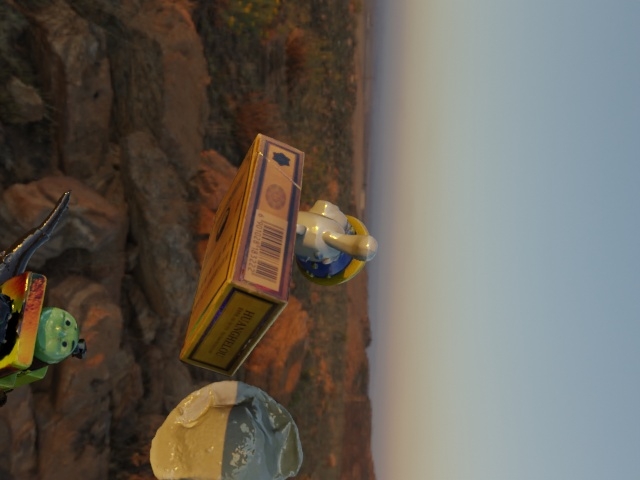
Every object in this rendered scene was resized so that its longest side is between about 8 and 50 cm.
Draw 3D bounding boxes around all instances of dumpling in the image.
[{"bbox_3d":[-0.178,0.383,1.235,0.243,0.175,0.227,21,55,-37],"label":"dumpling"}]

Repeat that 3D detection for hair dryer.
[{"bbox_3d":[-0.537,0.034,1.004,0.304,0.120,0.360,50,60,-37],"label":"hair dryer"}]

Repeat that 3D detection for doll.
[{"bbox_3d":[0.026,-0.006,1.285,0.242,0.310,0.160,46,65,-39],"label":"doll"}]

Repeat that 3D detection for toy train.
[{"bbox_3d":[-0.351,0.110,0.604,0.160,0.296,0.101,29,49,-46],"label":"toy train"}]

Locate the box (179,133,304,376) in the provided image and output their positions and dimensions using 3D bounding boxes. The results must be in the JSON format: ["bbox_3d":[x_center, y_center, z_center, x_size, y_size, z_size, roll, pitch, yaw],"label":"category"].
[{"bbox_3d":[-0.108,0.014,0.911,0.193,0.084,0.302,-52,-157,40],"label":"box"}]
